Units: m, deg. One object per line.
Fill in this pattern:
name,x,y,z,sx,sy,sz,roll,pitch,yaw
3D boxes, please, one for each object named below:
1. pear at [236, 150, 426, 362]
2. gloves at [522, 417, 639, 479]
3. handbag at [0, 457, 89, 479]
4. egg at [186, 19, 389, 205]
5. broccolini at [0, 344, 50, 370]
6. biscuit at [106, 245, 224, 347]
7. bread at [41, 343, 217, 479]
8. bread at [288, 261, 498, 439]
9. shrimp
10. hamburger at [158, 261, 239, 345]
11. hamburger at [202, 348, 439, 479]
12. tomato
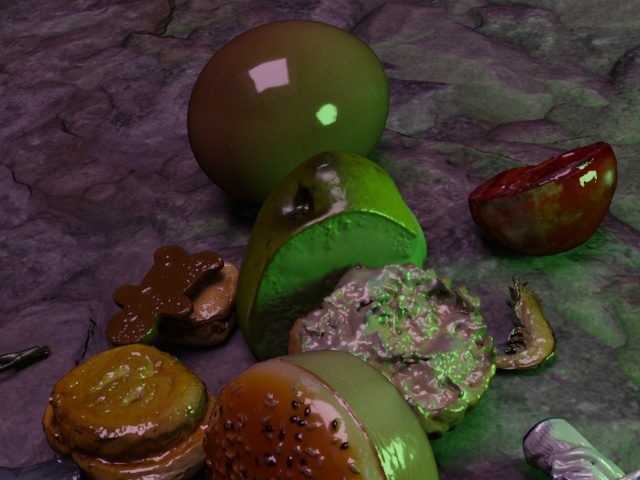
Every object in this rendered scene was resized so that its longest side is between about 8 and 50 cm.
pear,0.000,0.000,1.464,0.286,0.282,0.176,-17,43,-9
gloves,0.329,0.287,1.181,0.119,0.097,0.229,21,4,-42
handbag,-0.381,0.389,1.182,0.191,0.075,0.332,-8,48,13
egg,-0.049,-0.220,1.734,0.301,0.301,0.374,24,48,35
broccolini,-0.495,0.199,1.515,0.201,0.058,0.074,-9,49,-26
biscuit,-0.234,0.084,1.478,0.138,0.031,0.205,8,42,27
bread,-0.241,0.232,1.341,0.236,0.120,0.198,25,41,34
bread,0.092,0.159,1.334,0.274,0.149,0.274,-1,44,1
shrimp,0.262,0.122,1.457,0.124,0.034,0.178,-15,42,3
hamburger,-0.186,0.091,1.545,0.138,0.083,0.147,7,42,14
hamburger,-0.009,0.265,1.129,0.176,0.300,0.300,-16,35,-35
tomato,0.348,-0.051,1.575,0.200,0.140,0.233,-28,7,-34
